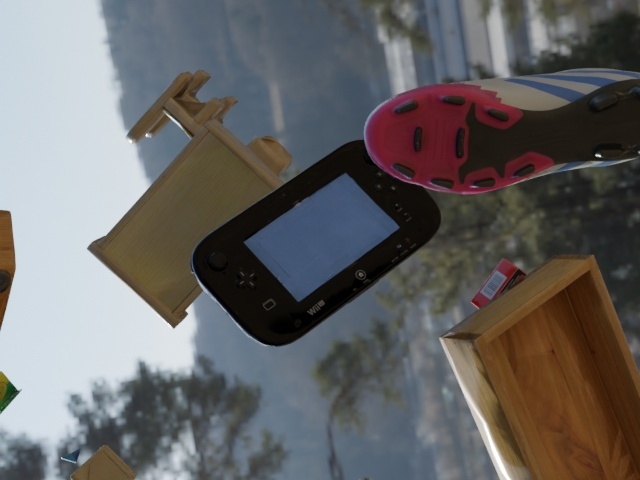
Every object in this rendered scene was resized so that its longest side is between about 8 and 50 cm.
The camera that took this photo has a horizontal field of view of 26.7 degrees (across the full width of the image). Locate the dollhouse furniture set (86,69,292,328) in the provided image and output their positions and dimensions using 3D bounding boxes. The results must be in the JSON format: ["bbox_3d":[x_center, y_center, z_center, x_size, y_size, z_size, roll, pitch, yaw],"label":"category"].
[{"bbox_3d":[-0.164,-0.046,2.068,0.362,0.256,0.394,43,-171,-1],"label":"dollhouse furniture set"}]

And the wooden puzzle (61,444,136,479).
[{"bbox_3d":[-0.311,0.340,1.934,0.116,0.078,0.014,49,153,15],"label":"wooden puzzle"}]

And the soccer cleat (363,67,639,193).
[{"bbox_3d":[0.207,-0.119,1.430,0.143,0.331,0.116,-109,16,-76],"label":"soccer cleat"}]

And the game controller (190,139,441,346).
[{"bbox_3d":[0.000,0.000,1.625,0.166,0.319,0.067,42,148,21],"label":"game controller"}]

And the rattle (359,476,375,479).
[{"bbox_3d":[0.153,0.411,2.057,0.130,0.143,0.200,33,-159,-27],"label":"rattle"}]

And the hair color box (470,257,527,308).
[{"bbox_3d":[0.263,0.090,1.681,0.141,0.072,0.043,34,-177,-28],"label":"hair color box"}]

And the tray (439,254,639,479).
[{"bbox_3d":[0.306,0.245,1.606,0.076,0.203,0.411,1,118,57],"label":"tray"}]

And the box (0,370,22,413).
[{"bbox_3d":[-0.489,0.221,1.828,0.105,0.179,0.043,-52,-53,-31],"label":"box"}]

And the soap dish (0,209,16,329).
[{"bbox_3d":[-0.427,0.082,1.233,0.118,0.291,0.229,38,117,41],"label":"soap dish"}]
